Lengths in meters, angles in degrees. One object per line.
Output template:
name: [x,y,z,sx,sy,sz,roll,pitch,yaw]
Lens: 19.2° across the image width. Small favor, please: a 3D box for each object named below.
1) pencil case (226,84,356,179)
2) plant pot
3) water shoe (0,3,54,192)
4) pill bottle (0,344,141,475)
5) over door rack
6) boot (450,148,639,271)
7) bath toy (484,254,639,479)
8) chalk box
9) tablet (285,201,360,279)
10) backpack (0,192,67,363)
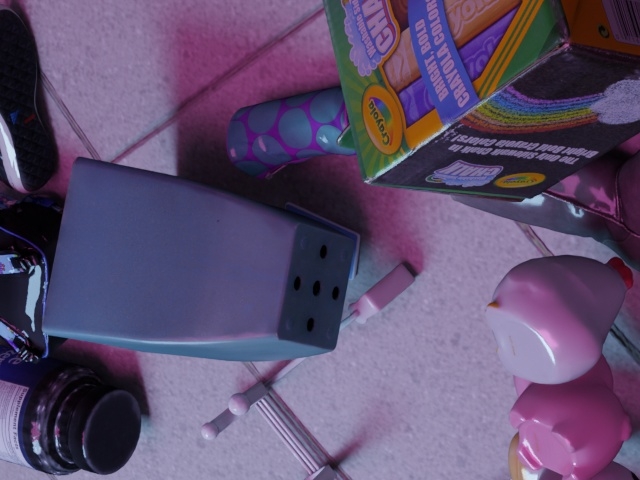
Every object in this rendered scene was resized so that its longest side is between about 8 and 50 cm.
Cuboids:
pencil case: [-0.010,-0.097,1.679,0.151,0.064,0.070,-10,94,42]
plant pot: [-0.100,0.028,1.721,0.234,0.165,0.166,7,85,33]
water shoe: [-0.328,-0.141,1.899,0.080,0.073,0.203,13,123,35]
pill bottle: [-0.307,0.186,2.050,0.219,0.123,0.123,10,122,33]
over door rack: [0.039,0.200,1.796,0.239,0.108,0.324,50,135,1]
boot: [0.207,-0.070,1.530,0.208,0.076,0.190,32,130,28]
bath toy: [0.214,0.146,1.570,0.151,0.129,0.348,27,142,41]
chalk box: [0.126,-0.145,1.420,0.289,0.180,0.179,-32,62,44]
tablet: [0.000,0.000,1.773,0.083,0.006,0.054,24,129,24]
backpack: [-0.326,0.022,1.966,0.173,0.117,0.158,23,129,25]
